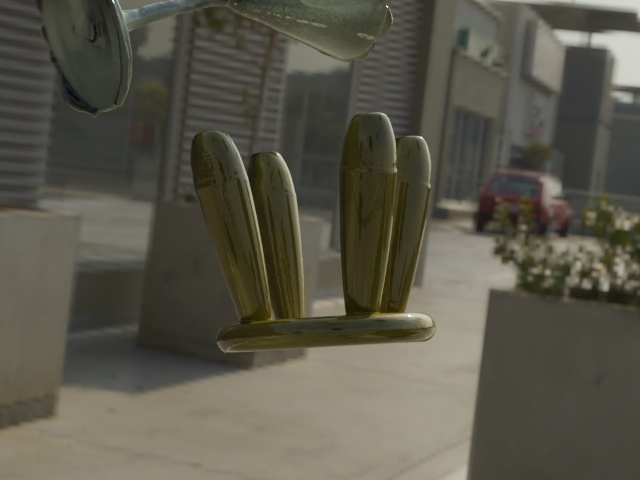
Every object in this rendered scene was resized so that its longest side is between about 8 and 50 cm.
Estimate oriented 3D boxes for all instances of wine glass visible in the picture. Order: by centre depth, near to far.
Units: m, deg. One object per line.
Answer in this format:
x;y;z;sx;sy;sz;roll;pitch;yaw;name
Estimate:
-0.061;-0.135;0.748;0.182;0.122;0.122;-23;19;-32;wine glass

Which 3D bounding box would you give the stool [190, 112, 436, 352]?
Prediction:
0.000;0.000;0.678;0.135;0.111;0.134;-2;-4;-28;stool
